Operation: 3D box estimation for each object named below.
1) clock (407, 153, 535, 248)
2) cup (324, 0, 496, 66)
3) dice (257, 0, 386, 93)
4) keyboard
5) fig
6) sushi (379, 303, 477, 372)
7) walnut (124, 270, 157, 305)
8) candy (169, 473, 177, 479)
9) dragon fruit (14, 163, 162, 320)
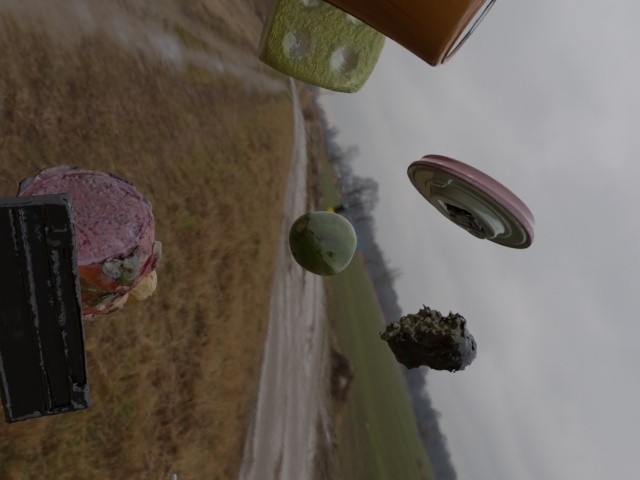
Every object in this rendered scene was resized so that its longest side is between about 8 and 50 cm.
[{"bbox_3d":[0.251,-0.060,1.204,0.244,0.056,0.244,32,-7,4],"label":"clock"},{"bbox_3d":[0.075,-0.328,0.796,0.264,0.182,0.226,39,38,4],"label":"cup"},{"bbox_3d":[0.006,-0.328,1.064,0.169,0.166,0.169,-106,-145,-65],"label":"dice"},{"bbox_3d":[-0.254,0.068,0.628,0.017,0.087,0.250,-119,-150,-49],"label":"keyboard"},{"bbox_3d":[0.000,0.000,1.961,0.191,0.181,0.181,35,32,-49],"label":"fig"},{"bbox_3d":[0.261,0.221,1.657,0.147,0.212,0.115,-43,122,-39],"label":"sushi"},{"bbox_3d":[-0.549,0.096,1.967,0.206,0.159,0.159,32,-4,9],"label":"walnut"},{"bbox_3d":[-0.268,0.486,1.250,0.365,0.124,0.124,-167,-121,-80],"label":"candy"},{"bbox_3d":[-0.463,0.033,1.417,0.314,0.296,0.263,-94,-171,-45],"label":"dragon fruit"}]
